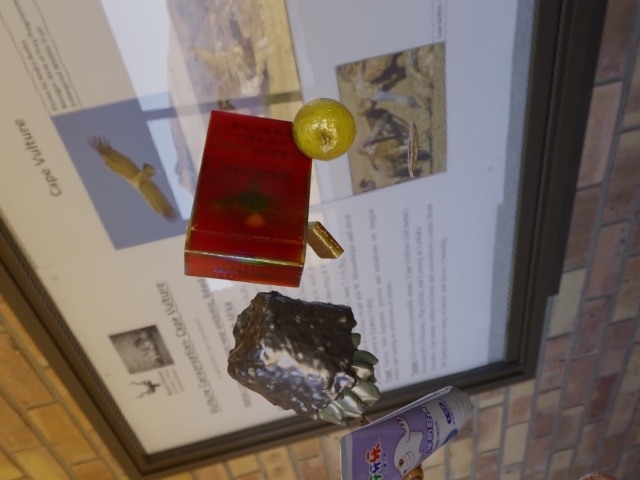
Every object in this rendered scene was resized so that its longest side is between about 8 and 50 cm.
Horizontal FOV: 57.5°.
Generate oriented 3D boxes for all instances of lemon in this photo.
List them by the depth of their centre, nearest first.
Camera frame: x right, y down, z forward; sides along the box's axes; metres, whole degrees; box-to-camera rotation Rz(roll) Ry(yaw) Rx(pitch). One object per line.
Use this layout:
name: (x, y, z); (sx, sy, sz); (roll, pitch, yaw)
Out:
lemon: (0.007, -0.190, 1.002); (0.133, 0.109, 0.109); (-46, -55, -72)

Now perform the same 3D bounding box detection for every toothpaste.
toothpaste: (0.135, 0.318, 0.934); (0.371, 0.080, 0.125); (-5, -85, -51)

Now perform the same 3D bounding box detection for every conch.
conch: (0.146, 0.484, 1.324); (0.330, 0.109, 0.093); (-166, 65, -69)

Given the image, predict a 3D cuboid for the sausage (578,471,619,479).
sausage: (0.416, 0.398, 0.693); (0.289, 0.086, 0.086); (45, 170, 9)

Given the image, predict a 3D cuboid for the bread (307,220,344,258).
bread: (0.000, 0.000, 1.335); (0.094, 0.035, 0.090); (50, 161, -15)

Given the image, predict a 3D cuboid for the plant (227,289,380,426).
plant: (-0.014, 0.147, 0.738); (0.129, 0.194, 0.132); (-41, 32, 37)

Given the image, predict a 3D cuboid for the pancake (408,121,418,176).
pancake: (0.184, -0.182, 1.170); (0.115, 0.011, 0.115); (2, -90, -88)

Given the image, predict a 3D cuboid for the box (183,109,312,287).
box: (-0.119, -0.079, 1.036); (0.089, 0.197, 0.313); (108, 168, -56)
